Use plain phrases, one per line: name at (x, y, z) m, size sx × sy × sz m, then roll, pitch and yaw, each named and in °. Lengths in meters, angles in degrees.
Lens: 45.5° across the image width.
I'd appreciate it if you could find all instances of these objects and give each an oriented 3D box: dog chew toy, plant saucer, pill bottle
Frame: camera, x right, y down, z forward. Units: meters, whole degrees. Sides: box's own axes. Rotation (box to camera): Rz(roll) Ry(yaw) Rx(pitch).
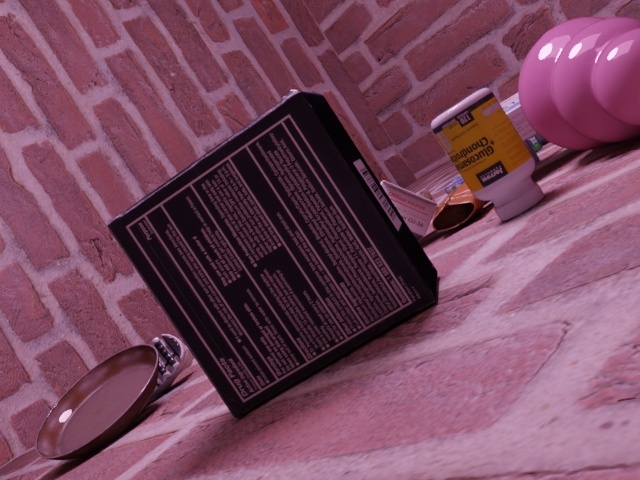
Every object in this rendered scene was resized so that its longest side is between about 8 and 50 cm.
dog chew toy at (0.424, -0.233, 1.118) m, size 0.207 × 0.206 × 0.332 m, roll -33°, pitch 10°, yaw 0°
plant saucer at (-0.455, 0.343, 1.597) m, size 0.311 × 0.050 × 0.310 m, roll -28°, pitch 25°, yaw 14°
pill bottle at (0.252, -0.125, 1.132) m, size 0.103 × 0.184 × 0.103 m, roll -33°, pitch 2°, yaw 1°

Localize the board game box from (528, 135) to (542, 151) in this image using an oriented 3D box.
board game box at (0.434, -0.184, 1.870) m, size 0.136 × 0.035 × 0.201 m, roll -33°, pitch 2°, yaw -18°

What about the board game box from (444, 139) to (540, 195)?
board game box at (0.384, -0.157, 1.659) m, size 0.194 × 0.060 × 0.194 m, roll -30°, pitch 3°, yaw 27°

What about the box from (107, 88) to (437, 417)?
box at (-0.052, 0.011, 0.979) m, size 0.294 × 0.296 × 0.183 m, roll -32°, pitch 3°, yaw 13°

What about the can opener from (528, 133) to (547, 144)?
can opener at (0.497, -0.255, 1.950) m, size 0.074 × 0.093 × 0.280 m, roll -33°, pitch 7°, yaw -24°

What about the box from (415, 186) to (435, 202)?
box at (0.215, -0.060, 1.857) m, size 0.063 × 0.067 × 0.324 m, roll -32°, pitch 1°, yaw 25°

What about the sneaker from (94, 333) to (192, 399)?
sneaker at (-0.415, 0.339, 1.759) m, size 0.292 × 0.110 × 0.118 m, roll -38°, pitch -21°, yaw 0°

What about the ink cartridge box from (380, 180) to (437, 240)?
ink cartridge box at (0.155, -0.055, 1.464) m, size 0.198 × 0.115 × 0.067 m, roll 52°, pitch -119°, yaw -85°

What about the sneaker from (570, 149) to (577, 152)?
sneaker at (0.476, -0.218, 1.407) m, size 0.084 × 0.083 × 0.215 m, roll -31°, pitch 4°, yaw 10°

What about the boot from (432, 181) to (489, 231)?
boot at (0.287, -0.087, 1.368) m, size 0.197 × 0.073 × 0.152 m, roll -45°, pitch -5°, yaw 26°

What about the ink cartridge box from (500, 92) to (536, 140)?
ink cartridge box at (0.422, -0.272, 1.425) m, size 0.296 × 0.066 × 0.261 m, roll -31°, pitch 10°, yaw 10°
